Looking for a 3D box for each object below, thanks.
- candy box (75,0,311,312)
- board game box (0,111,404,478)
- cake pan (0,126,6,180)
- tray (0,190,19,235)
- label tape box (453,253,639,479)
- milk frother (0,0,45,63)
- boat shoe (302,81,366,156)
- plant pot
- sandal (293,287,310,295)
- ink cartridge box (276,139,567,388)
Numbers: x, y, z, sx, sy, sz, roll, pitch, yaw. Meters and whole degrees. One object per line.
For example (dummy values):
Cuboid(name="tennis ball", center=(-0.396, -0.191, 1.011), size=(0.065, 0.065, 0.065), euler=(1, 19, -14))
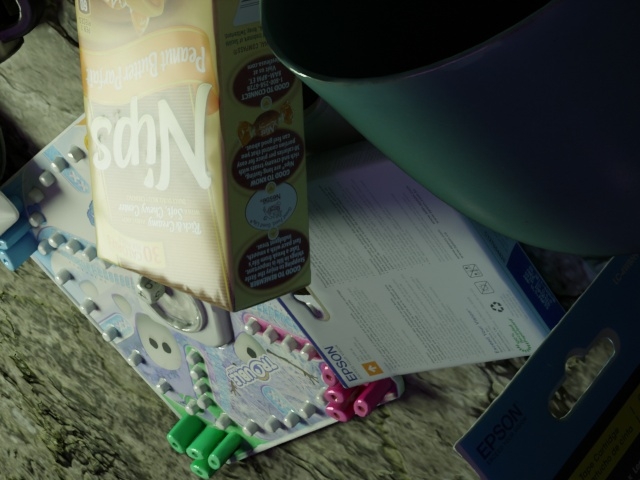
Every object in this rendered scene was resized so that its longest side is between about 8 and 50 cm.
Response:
Cuboid(name="candy box", center=(-0.101, -0.122, 1.426), size=(0.183, 0.087, 0.316), euler=(19, 119, 46))
Cuboid(name="board game box", center=(-0.149, 0.059, 1.837), size=(0.390, 0.050, 0.390), euler=(48, 147, -8))
Cuboid(name="cake pan", center=(-0.454, -0.149, 1.924), size=(0.293, 0.054, 0.293), euler=(28, 144, 22))
Cuboid(name="tray", center=(-0.427, -0.094, 1.880), size=(0.270, 0.030, 0.145), euler=(47, 146, -6))
Cuboid(name="label tape box", center=(0.230, 0.206, 1.409), size=(0.115, 0.249, 0.348), euler=(-12, 119, 52))
Cuboid(name="milk frother", center=(-0.334, -0.205, 1.646), size=(0.129, 0.143, 0.135), euler=(-3, 124, 40))
Cuboid(name="boat shoe", center=(0.019, -0.128, 1.426), size=(0.228, 0.081, 0.069), euler=(118, 147, -68))
Cuboid(name="plant pot", center=(0.150, -0.131, 1.097), size=(0.293, 0.293, 0.235), euler=(3, 146, 46))
Cuboid(name="sandal", center=(0.000, 0.000, 1.608), size=(0.219, 0.060, 0.090), euler=(4, 137, 26))
Cuboid(name="ink cartridge box", center=(0.056, 0.018, 1.515), size=(0.224, 0.045, 0.223), euler=(-13, 125, 38))
